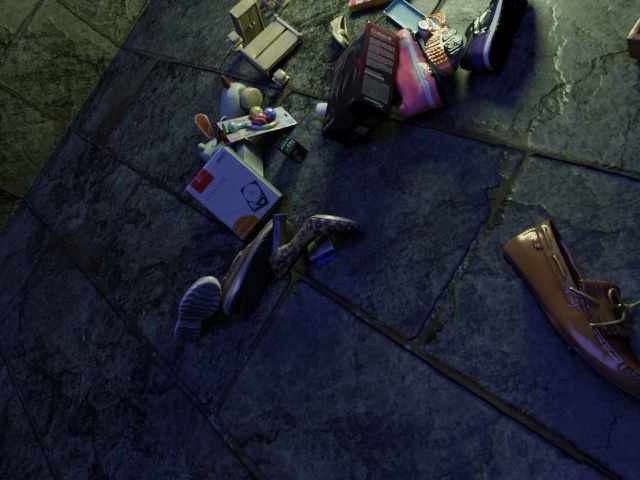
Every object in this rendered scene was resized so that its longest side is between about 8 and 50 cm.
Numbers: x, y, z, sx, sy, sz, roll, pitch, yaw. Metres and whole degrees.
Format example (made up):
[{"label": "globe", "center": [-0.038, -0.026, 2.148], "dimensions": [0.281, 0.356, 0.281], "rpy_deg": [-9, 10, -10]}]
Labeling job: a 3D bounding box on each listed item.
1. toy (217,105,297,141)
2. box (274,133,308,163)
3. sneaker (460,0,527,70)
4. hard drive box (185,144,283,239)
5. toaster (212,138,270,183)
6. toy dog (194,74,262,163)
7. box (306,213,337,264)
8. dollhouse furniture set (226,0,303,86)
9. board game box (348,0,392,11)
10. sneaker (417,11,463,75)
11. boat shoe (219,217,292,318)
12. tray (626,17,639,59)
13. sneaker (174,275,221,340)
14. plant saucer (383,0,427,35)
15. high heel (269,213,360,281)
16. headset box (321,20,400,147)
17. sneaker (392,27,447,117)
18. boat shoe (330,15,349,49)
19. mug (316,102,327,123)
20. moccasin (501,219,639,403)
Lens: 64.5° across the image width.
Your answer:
[{"label": "toy", "center": [-0.214, -0.406, 1.689], "dimensions": [0.237, 0.056, 0.137], "rpy_deg": [-23, 47, -17]}, {"label": "box", "center": [-0.094, -0.292, 1.616], "dimensions": [0.083, 0.062, 0.052], "rpy_deg": [35, 89, 42]}, {"label": "sneaker", "center": [0.442, -0.578, 1.334], "dimensions": [0.124, 0.107, 0.283], "rpy_deg": [14, 76, 47]}, {"label": "hard drive box", "center": [-0.261, -0.146, 1.557], "dimensions": [0.181, 0.232, 0.089], "rpy_deg": [-49, 3, 8]}, {"label": "toaster", "center": [-0.274, -0.238, 1.694], "dimensions": [0.185, 0.110, 0.168], "rpy_deg": [-25, 55, 25]}, {"label": "toy dog", "center": [-0.353, -0.454, 1.832], "dimensions": [0.220, 0.161, 0.334], "rpy_deg": [-1, 67, 37]}, {"label": "box", "center": [0.000, 0.000, 1.417], "dimensions": [0.081, 0.028, 0.136], "rpy_deg": [-28, 51, 23]}, {"label": "dollhouse furniture set", "center": [-0.160, -0.756, 1.927], "dimensions": [0.355, 0.174, 0.303], "rpy_deg": [43, 82, 13]}, {"label": "board game box", "center": [0.219, -0.846, 1.689], "dimensions": [0.259, 0.039, 0.124], "rpy_deg": [5, 71, 36]}, {"label": "sneaker", "center": [0.332, -0.500, 1.355], "dimensions": [0.099, 0.121, 0.263], "rpy_deg": [-16, 46, 17]}, {"label": "boat shoe", "center": [-0.202, 0.066, 1.477], "dimensions": [0.116, 0.123, 0.324], "rpy_deg": [29, 85, 45]}, {"label": "tray", "center": [0.847, -0.415, 0.959], "dimensions": [0.411, 0.076, 0.203], "rpy_deg": [33, 89, 42]}, {"label": "sneaker", "center": [-0.372, 0.181, 1.503], "dimensions": [0.281, 0.105, 0.115], "rpy_deg": [-52, 31, 39]}, {"label": "plant saucer", "center": [0.269, -0.698, 1.583], "dimensions": [0.067, 0.018, 0.192], "rpy_deg": [-42, 48, 13]}, {"label": "high heel", "center": [-0.017, 0.024, 1.369], "dimensions": [0.261, 0.093, 0.186], "rpy_deg": [2, 92, 25]}, {"label": "headset box", "center": [0.114, -0.449, 1.447], "dimensions": [0.218, 0.110, 0.293], "rpy_deg": [-29, 47, 61]}, {"label": "sneaker", "center": [0.238, -0.470, 1.416], "dimensions": [0.136, 0.116, 0.314], "rpy_deg": [-26, 54, 20]}, {"label": "boat shoe", "center": [0.073, -0.704, 1.712], "dimensions": [0.048, 0.056, 0.153], "rpy_deg": [-33, 44, 26]}, {"label": "mug", "center": [0.031, -0.395, 1.589], "dimensions": [0.064, 0.078, 0.062], "rpy_deg": [-1, 34, 28]}, {"label": "moccasin", "center": [0.489, 0.115, 0.924], "dimensions": [0.147, 0.139, 0.380], "rpy_deg": [-43, 39, 23]}]
